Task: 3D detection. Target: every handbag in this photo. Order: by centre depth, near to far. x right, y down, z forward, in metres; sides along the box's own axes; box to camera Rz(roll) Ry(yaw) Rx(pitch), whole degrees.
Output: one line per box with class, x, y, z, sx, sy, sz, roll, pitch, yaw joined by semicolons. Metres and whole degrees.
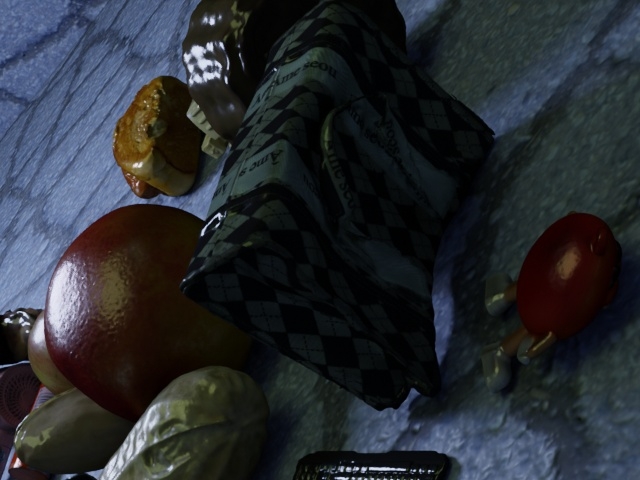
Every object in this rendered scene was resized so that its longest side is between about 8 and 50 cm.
handbag;0.040;-0.035;1.366;0.180;0.316;0.416;-31;31;41

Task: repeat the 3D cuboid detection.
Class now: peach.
peach;-0.238;0.110;1.661;0.308;0.308;0.332;-42;34;24

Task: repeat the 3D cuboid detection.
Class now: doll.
doll;0.237;0.044;1.196;0.217;0.085;0.183;-53;18;45

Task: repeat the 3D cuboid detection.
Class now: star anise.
star anise;-0.589;0.179;2.179;0.315;0.315;0.108;-6;93;56

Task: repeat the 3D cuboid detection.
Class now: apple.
apple;-0.366;0.174;1.894;0.174;0.188;0.188;35;89;32

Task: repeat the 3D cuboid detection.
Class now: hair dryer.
hair dryer;-0.606;0.398;2.126;0.210;0.125;0.352;-17;51;51

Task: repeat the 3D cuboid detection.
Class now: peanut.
peanut;-0.190;0.307;1.506;0.340;0.158;0.174;-50;56;18

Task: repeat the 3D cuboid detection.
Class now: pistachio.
pistachio;-0.358;0.284;1.775;0.129;0.206;0.131;138;118;-68

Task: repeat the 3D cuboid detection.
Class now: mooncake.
mooncake;-0.026;-0.273;1.732;0.187;0.324;0.324;5;63;58

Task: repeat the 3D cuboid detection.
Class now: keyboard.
keyboard;0.040;0.280;1.306;0.262;0.016;0.106;-14;47;53

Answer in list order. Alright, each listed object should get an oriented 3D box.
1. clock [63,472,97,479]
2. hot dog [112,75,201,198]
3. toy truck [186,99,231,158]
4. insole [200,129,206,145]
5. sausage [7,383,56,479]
clock;-0.385;0.479;1.724;0.280;0.055;0.280;-39;30;29
hot dog;-0.315;-0.186;2.281;0.153;0.150;0.257;-30;43;35
toy truck;-0.112;-0.338;2.101;0.254;0.180;0.405;-35;35;47
insole;-0.193;-0.310;2.379;0.110;0.012;0.309;-2;57;59
sausage;-0.465;0.292;2.053;0.074;0.074;0.274;-29;37;41
